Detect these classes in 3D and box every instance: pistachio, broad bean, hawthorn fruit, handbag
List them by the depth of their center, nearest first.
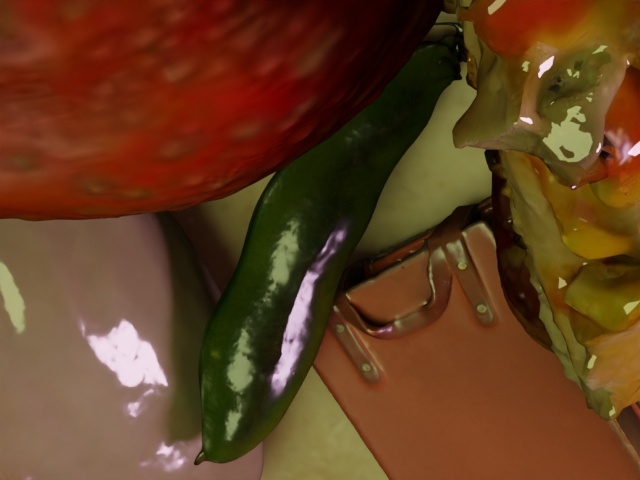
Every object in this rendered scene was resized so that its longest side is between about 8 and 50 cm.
[{"bbox_3d":[-0.145,-0.184,0.674,0.403,0.403,0.402,7,111,18],"label":"hawthorn fruit"},{"bbox_3d":[-0.003,-0.002,0.836,0.065,0.046,0.254,29,91,-21],"label":"broad bean"},{"bbox_3d":[-0.137,0.059,0.874,0.166,0.197,0.288,-19,113,29],"label":"pistachio"},{"bbox_3d":[0.085,0.082,0.877,0.127,0.063,0.190,-28,100,27],"label":"handbag"}]

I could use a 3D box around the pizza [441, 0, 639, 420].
[{"bbox_3d":[0.124,-0.147,0.515,0.440,0.406,0.130,-57,39,14],"label":"pizza"}]

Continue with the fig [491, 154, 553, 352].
[{"bbox_3d":[0.202,-0.023,0.764,0.257,0.159,0.159,-7,107,-1],"label":"fig"}]
